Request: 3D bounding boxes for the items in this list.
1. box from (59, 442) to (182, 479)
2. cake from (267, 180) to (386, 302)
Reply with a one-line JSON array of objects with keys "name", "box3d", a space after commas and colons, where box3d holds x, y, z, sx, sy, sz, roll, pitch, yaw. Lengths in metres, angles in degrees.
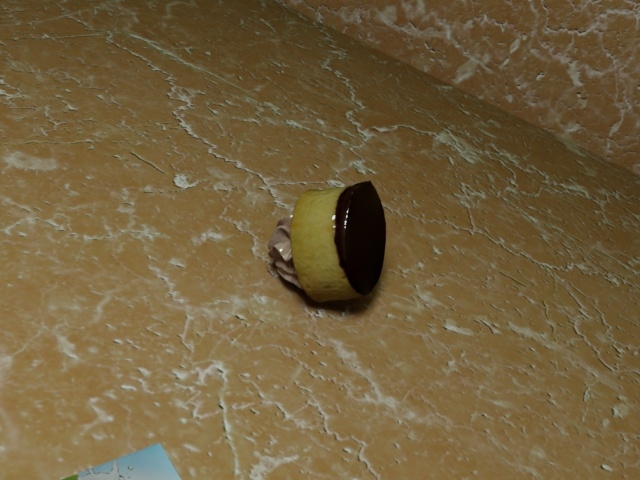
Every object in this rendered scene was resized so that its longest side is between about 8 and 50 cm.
[{"name": "box", "box3d": [-0.233, 0.311, 0.688, 0.232, 0.083, 0.142, -10, 44, -39]}, {"name": "cake", "box3d": [0.000, 0.000, 1.183, 0.178, 0.208, 0.185, 4, -14, 28]}]
